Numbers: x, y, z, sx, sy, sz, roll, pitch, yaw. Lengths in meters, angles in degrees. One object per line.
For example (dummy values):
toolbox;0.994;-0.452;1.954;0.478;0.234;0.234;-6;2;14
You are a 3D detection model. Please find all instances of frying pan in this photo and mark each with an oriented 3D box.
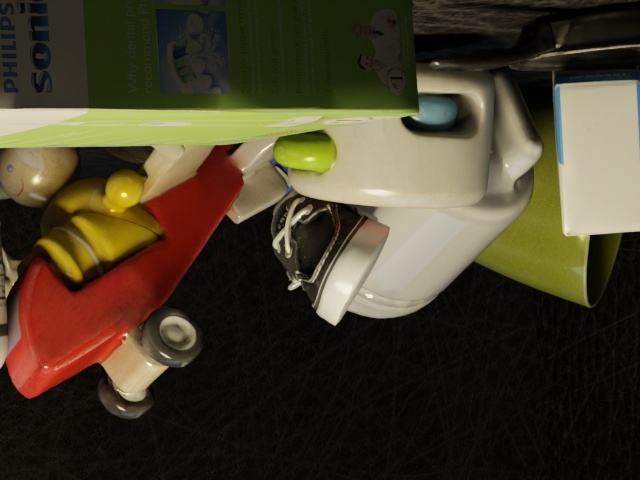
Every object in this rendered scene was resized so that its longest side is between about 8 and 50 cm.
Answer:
frying pan;0.205;-0.169;1.624;0.326;0.053;0.197;-4;180;-21

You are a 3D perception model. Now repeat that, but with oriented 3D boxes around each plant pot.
plant pot;0.233;-0.077;2.392;0.293;0.275;0.275;11;-176;18

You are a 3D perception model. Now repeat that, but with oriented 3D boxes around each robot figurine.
robot figurine;0.098;-0.046;2.057;0.300;0.200;0.353;5;145;-34

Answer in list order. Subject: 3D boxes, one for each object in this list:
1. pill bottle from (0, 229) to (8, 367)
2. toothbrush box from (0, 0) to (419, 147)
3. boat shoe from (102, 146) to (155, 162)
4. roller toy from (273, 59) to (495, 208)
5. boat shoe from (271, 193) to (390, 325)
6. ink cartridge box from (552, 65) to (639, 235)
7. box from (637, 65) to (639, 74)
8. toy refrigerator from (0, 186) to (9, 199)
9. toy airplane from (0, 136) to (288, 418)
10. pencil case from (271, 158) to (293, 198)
pill bottle;-0.396;0.032;1.712;0.210;0.363;0.210;-4;179;0
toothbrush box;-0.116;-0.119;1.073;0.283;0.122;0.206;-5;180;-36
boat shoe;-0.191;-0.131;2.176;0.064;0.060;0.178;27;163;-33
roller toy;0.068;-0.111;1.761;0.191;0.146;0.209;5;-173;14
boat shoe;0.000;0.000;1.815;0.102;0.108;0.301;29;-171;-4
ink cartridge box;0.271;-0.102;1.813;0.086;0.148;0.203;-4;-165;9
box;0.424;-0.110;1.936;0.275;0.113;0.094;18;179;17
toy refrigerator;-0.398;-0.100;2.087;0.102;0.094;0.269;-12;177;25
toy airplane;-0.195;-0.041;1.887;0.272;0.386;0.384;35;-176;-6
pencil case;-0.102;-0.098;2.583;0.306;0.119;0.133;-5;-153;29
